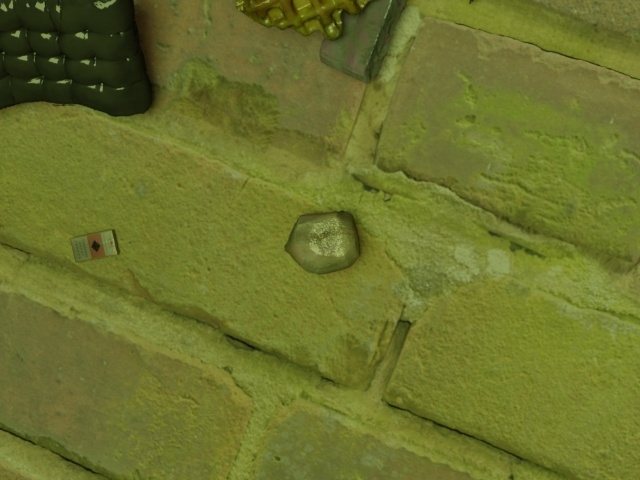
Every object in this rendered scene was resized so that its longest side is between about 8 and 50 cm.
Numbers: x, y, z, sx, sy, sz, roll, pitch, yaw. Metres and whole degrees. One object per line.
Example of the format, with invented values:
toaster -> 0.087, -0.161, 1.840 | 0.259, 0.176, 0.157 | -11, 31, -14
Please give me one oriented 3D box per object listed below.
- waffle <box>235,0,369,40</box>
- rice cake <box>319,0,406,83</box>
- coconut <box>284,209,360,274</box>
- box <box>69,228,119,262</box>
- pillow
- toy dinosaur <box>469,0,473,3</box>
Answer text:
waffle -> -0.027, -0.464, 1.702 | 0.307, 0.060, 0.312 | 29, 110, -11
rice cake -> 0.094, -0.403, 1.776 | 0.106, 0.050, 0.298 | 31, 105, 30
coconut -> 0.000, 0.000, 1.839 | 0.124, 0.110, 0.110 | -10, 95, 8
box -> -0.398, 0.010, 1.983 | 0.083, 0.012, 0.046 | -11, 94, 15
pillow -> -0.448, -0.318, 1.872 | 0.326, 0.101, 0.228 | 2, 131, 11
toy dinosaur -> 0.242, -0.478, 1.743 | 0.108, 0.032, 0.220 | 5, 102, -3
